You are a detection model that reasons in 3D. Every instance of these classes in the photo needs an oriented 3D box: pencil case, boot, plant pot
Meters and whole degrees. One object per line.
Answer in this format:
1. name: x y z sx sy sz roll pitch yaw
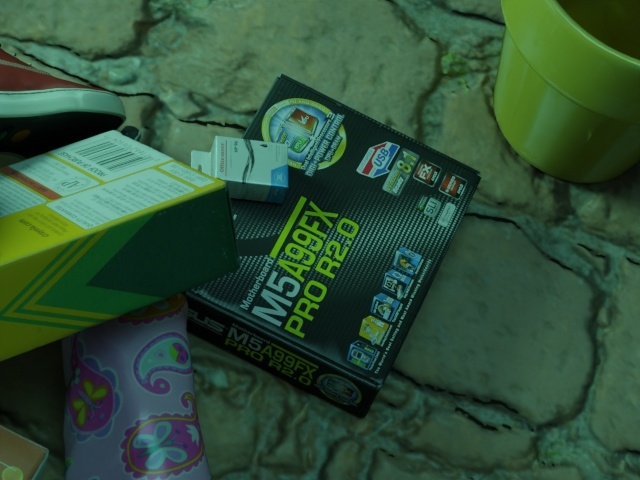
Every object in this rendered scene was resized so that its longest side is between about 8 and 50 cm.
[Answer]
1. pencil case: -0.149 0.168 1.553 0.124 0.124 0.284 0 57 -16
2. boot: -0.287 -0.159 1.688 0.244 0.088 0.176 -1 56 -54
3. plant pot: 0.277 -0.187 1.832 0.254 0.239 0.254 7 57 -12

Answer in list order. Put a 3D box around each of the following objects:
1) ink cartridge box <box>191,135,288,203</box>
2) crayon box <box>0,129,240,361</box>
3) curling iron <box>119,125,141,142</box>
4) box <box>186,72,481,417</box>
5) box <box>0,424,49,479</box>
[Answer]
1. ink cartridge box: -0.072 -0.064 1.704 0.083 0.028 0.048 6 57 -12
2. crayon box: -0.255 0.014 1.532 0.323 0.083 0.203 -20 25 -27
3. curling iron: -0.240 -0.017 1.693 0.068 0.035 0.274 35 55 7
4. box: 0.000 0.000 1.738 0.216 0.060 0.270 27 54 2
5. box: -0.377 0.271 1.385 0.215 0.168 0.345 27 54 1
